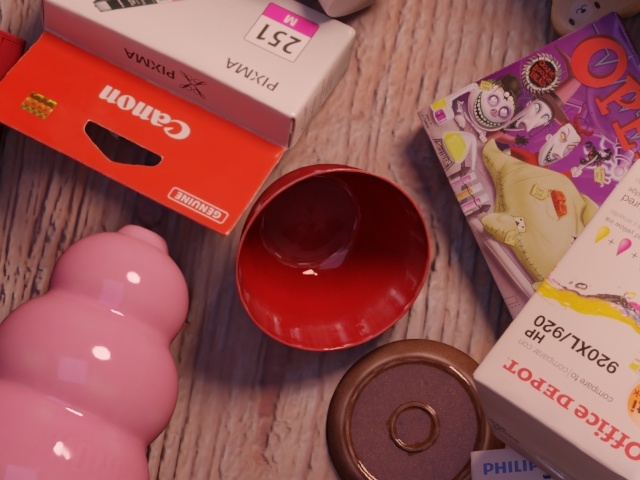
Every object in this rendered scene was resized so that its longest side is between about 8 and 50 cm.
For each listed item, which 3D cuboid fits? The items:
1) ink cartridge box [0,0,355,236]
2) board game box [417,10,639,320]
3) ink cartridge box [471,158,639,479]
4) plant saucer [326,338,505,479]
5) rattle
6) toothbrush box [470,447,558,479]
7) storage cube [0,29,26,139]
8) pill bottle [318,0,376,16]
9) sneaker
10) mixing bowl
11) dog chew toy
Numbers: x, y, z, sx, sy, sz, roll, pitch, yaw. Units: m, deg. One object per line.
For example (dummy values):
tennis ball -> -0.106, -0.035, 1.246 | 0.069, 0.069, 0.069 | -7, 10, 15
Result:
ink cartridge box -> -0.143, -0.160, 1.687 | 0.275, 0.060, 0.239 | 27, 56, 10
board game box -> 0.251, -0.007, 1.644 | 0.208, 0.056, 0.347 | -27, 81, 11
ink cartridge box -> 0.264, 0.094, 1.477 | 0.171, 0.168, 0.233 | 34, 77, 24
plant saucer -> 0.087, 0.173, 1.673 | 0.168, 0.029, 0.168 | -1, 82, 8
rattle -> 0.258, -0.240, 1.663 | 0.130, 0.143, 0.200 | 17, 78, -5
toothbrush box -> 0.249, 0.325, 1.542 | 0.216, 0.126, 0.295 | -5, 65, 11
storage cube -> -0.406, -0.127, 1.694 | 0.183, 0.215, 0.193 | 15, 90, 9
pill bottle -> -0.019, -0.344, 1.705 | 0.146, 0.146, 0.264 | -30, 78, 2
sneaker -> -0.144, -0.135, 1.741 | 0.144, 0.059, 0.053 | -14, 58, -13
mixing bowl -> 0.000, 0.000, 1.658 | 0.181, 0.098, 0.181 | -7, 116, -13
dog chew toy -> -0.222, 0.142, 1.638 | 0.206, 0.206, 0.332 | 21, 77, 10
